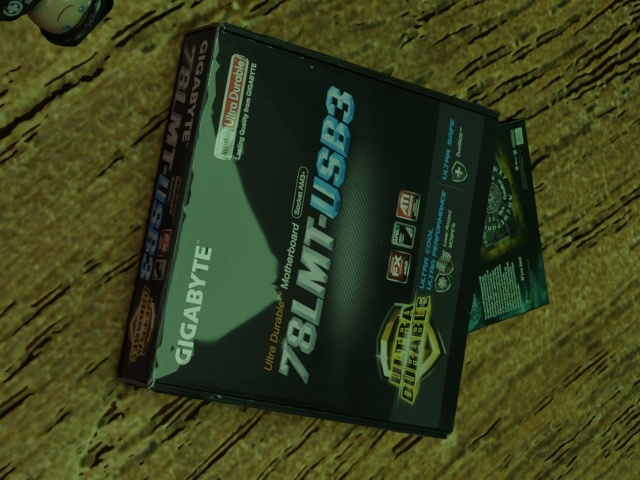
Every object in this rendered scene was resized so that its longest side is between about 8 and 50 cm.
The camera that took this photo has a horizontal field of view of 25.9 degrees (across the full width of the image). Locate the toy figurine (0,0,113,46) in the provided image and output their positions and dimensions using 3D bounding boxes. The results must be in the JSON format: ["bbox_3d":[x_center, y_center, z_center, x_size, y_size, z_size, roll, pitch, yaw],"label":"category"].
[{"bbox_3d":[-0.231,-0.228,0.894,0.148,0.213,0.209,14,80,-51],"label":"toy figurine"}]

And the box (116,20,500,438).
[{"bbox_3d":[0.000,0.000,1.158,0.293,0.073,0.295,15,82,-32],"label":"box"}]

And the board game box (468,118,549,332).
[{"bbox_3d":[0.155,-0.014,1.321,0.126,0.026,0.186,-15,101,-35],"label":"board game box"}]
